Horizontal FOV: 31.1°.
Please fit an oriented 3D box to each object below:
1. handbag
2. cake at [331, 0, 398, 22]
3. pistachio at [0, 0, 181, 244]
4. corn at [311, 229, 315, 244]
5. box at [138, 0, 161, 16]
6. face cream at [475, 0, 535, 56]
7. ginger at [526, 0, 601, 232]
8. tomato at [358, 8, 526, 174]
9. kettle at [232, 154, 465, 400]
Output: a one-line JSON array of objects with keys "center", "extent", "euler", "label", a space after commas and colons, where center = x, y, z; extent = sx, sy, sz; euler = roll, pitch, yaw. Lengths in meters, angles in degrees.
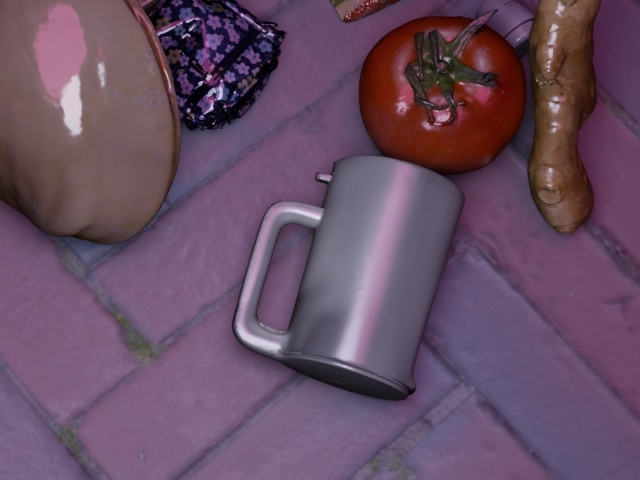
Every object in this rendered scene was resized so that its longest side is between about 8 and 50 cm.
[{"center": [-0.178, -0.285, 1.768], "extent": [0.208, 0.127, 0.228], "euler": [39, 73, -3], "label": "handbag"}, {"center": [0.128, -0.441, 1.902], "extent": [0.220, 0.117, 0.086], "euler": [-33, 77, 18], "label": "cake"}, {"center": [-0.372, -0.201, 1.617], "extent": [0.365, 0.281, 0.445], "euler": [-21, 95, 25], "label": "pistachio"}, {"center": [0.000, 0.000, 1.769], "extent": [0.027, 0.028, 0.083], "euler": [4, 74, 14], "label": "corn"}, {"center": [-0.277, -0.369, 1.798], "extent": [0.079, 0.083, 0.035], "euler": [-37, 83, -17], "label": "box"}, {"center": [0.306, -0.350, 1.878], "extent": [0.091, 0.091, 0.095], "euler": [-31, 74, -15], "label": "face cream"}, {"center": [0.361, -0.217, 1.733], "extent": [0.122, 0.348, 0.363], "euler": [9, 78, 21], "label": "ginger"}, {"center": [0.186, -0.218, 1.749], "extent": [0.256, 0.224, 0.256], "euler": [-2, 69, 7], "label": "tomato"}, {"center": [0.051, 0.045, 1.664], "extent": [0.265, 0.205, 0.318], "euler": [26, 73, -34], "label": "kettle"}]
